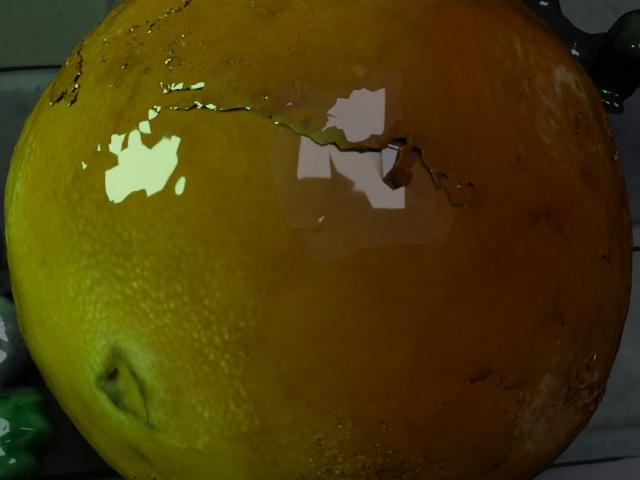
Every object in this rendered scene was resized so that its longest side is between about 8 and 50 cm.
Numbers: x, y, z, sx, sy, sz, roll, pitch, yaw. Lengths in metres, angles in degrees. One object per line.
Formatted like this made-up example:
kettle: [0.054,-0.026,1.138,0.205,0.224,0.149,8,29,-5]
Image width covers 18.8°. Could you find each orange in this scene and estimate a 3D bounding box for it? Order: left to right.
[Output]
orange: [0.000,0.000,0.731,0.240,0.240,0.240,4,61,-7]

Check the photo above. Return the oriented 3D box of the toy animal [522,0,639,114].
toy animal: [0.058,-0.128,0.864,0.114,0.146,0.245,-40,73,-19]

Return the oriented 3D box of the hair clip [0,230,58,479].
hair clip: [-0.180,0.045,0.793,0.124,0.052,0.195,-20,75,-8]
